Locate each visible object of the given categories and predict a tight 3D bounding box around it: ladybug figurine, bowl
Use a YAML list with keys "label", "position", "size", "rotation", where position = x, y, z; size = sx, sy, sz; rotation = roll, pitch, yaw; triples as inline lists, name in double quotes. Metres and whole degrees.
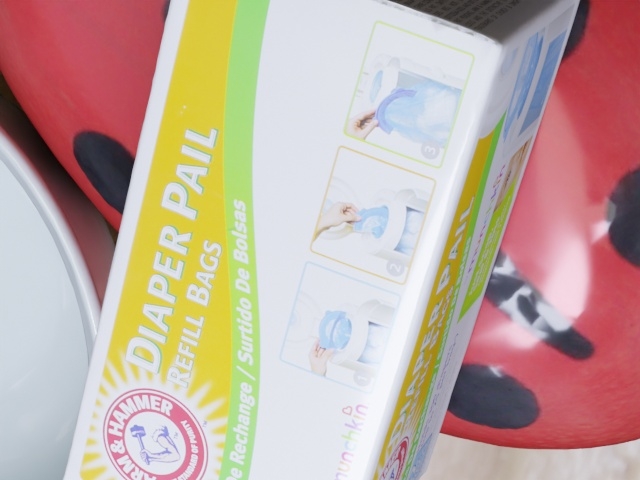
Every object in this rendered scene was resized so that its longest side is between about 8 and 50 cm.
- label: "ladybug figurine"
  position: [0.019, -0.079, 0.705]
  size: [0.449, 0.162, 0.305]
  rotation: [40, 115, 5]
- label: "bowl"
  position: [-0.207, 0.030, 0.840]
  size: [0.298, 0.134, 0.297]
  rotation: [6, 108, 18]

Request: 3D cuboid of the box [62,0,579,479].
- label: "box"
  position: [0.000, 0.000, 0.583]
  size: [0.103, 0.114, 0.203]
  rotation: [22, 114, 14]
